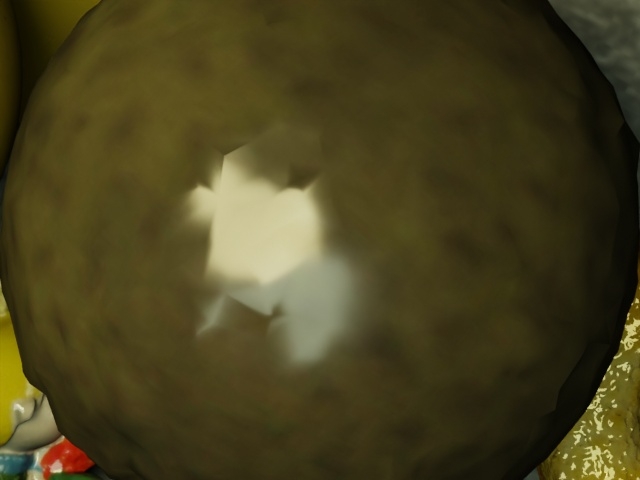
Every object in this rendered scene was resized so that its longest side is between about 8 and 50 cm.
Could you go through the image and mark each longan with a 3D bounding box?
[{"bbox_3d":[0.000,0.000,1.031,0.391,0.391,0.391,2,101,11],"label":"longan"}]

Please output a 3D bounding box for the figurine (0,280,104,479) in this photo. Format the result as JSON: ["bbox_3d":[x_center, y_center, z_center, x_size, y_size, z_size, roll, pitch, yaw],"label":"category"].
[{"bbox_3d":[-0.209,0.138,1.230,0.185,0.127,0.234,10,89,-3],"label":"figurine"}]

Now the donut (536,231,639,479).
[{"bbox_3d":[0.252,0.111,1.131,0.253,0.118,0.254,-1,86,10],"label":"donut"}]

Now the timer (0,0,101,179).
[{"bbox_3d":[-0.335,-0.089,1.074,0.376,0.387,0.376,-9,69,25],"label":"timer"}]
